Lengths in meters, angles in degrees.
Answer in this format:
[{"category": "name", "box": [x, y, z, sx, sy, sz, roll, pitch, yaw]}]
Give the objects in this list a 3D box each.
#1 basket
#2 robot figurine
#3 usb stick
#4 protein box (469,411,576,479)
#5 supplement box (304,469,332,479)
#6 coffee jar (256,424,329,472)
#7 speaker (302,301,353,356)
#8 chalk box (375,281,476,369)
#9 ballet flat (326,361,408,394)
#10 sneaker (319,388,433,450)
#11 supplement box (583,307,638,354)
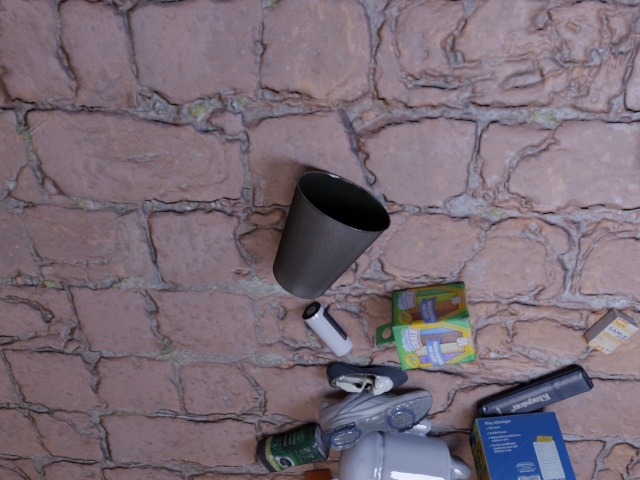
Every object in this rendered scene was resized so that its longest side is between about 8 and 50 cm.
[{"category": "basket", "box": [0.000, 0.000, 1.373, 0.204, 0.154, 0.227, 25, 126, -9]}, {"category": "robot figurine", "box": [0.198, 0.591, 1.709, 0.353, 0.200, 0.300, 11, 82, -4]}, {"category": "usb stick", "box": [0.521, 0.379, 1.631, 0.277, 0.045, 0.077, -27, 118, 22]}, {"category": "protein box", "box": [0.485, 0.542, 1.616, 0.199, 0.201, 0.136, -5, 141, -1]}, {"category": "supplement box", "box": [0.017, 0.764, 1.925, 0.080, 0.078, 0.234, -9, 123, 8]}, {"category": "coffee jar", "box": [-0.075, 0.560, 1.795, 0.184, 0.079, 0.096, -19, 123, 16]}, {"category": "speaker", "box": [0.017, 0.209, 1.564, 0.055, 0.055, 0.136, -28, 116, 22]}, {"category": "chalk box", "box": [0.225, 0.191, 1.484, 0.212, 0.132, 0.132, -8, 123, 10]}, {"category": "ballet flat", "box": [0.113, 0.346, 1.637, 0.203, 0.074, 0.074, 7, 124, 1]}, {"category": "sneaker", "box": [0.133, 0.413, 1.659, 0.296, 0.129, 0.111, -11, 126, -10]}, {"category": "supplement box", "box": [0.653, 0.206, 1.506, 0.062, 0.036, 0.098, 27, 122, -13]}]
